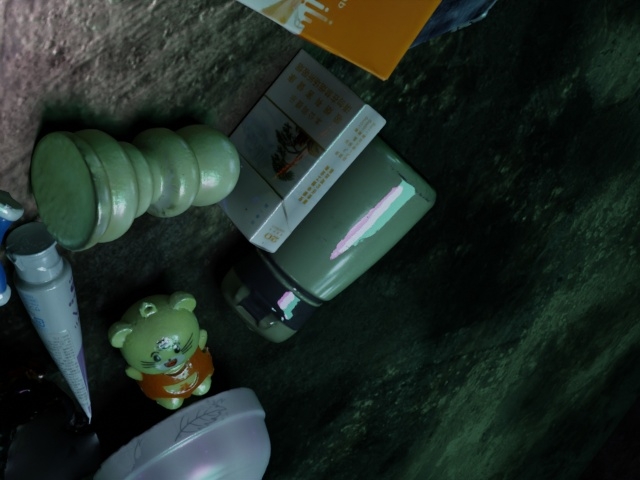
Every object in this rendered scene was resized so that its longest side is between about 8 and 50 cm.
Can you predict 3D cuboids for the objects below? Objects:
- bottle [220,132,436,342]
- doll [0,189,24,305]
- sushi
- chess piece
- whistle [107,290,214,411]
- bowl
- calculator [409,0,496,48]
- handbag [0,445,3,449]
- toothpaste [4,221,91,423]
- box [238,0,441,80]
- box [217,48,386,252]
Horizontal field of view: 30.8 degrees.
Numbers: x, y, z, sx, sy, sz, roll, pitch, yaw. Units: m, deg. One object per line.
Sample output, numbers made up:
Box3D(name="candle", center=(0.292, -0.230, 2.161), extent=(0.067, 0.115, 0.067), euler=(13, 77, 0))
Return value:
Box3D(name="bottle", center=(0.000, 0.000, 1.696), extent=(0.347, 0.168, 0.168), euler=(-46, 145, 10))
Box3D(name="doll", center=(-0.445, 0.040, 1.321), extent=(0.215, 0.161, 0.256), euler=(28, 88, -40))
Box3D(name="sushi", center=(-0.401, 0.239, 1.542), extent=(0.153, 0.150, 0.172), euler=(-29, 142, -20))
Box3D(name="chess piece", center=(-0.209, -0.078, 1.433), extent=(0.251, 0.144, 0.144), euler=(-14, 135, -42))
Box3D(name="whistle", center=(-0.220, 0.173, 1.694), extent=(0.131, 0.106, 0.288), euler=(-27, 141, -12))
Box3D(name="bowl", center=(-0.194, 0.362, 1.801), extent=(0.287, 0.143, 0.287), euler=(-29, 162, -10))
Box3D(name="calculator", center=(0.208, -0.340, 1.561), extent=(0.161, 0.021, 0.261), euler=(-26, 172, -23))
Box3D(name="handbag", center=(-0.507, 0.196, 1.284), extent=(0.326, 0.239, 0.089), euler=(71, 40, -68))
Box3D(name="toothpaste", center=(-0.344, 0.108, 1.518), extent=(0.073, 0.114, 0.299), euler=(-22, 135, -19))
Box3D(name="box", center=(0.000, -0.353, 1.318), extent=(0.341, 0.143, 0.225), euler=(20, 111, -44))
Box3D(name="box", center=(-0.043, -0.118, 1.539), extent=(0.233, 0.149, 0.067), euler=(-50, 141, 7))
